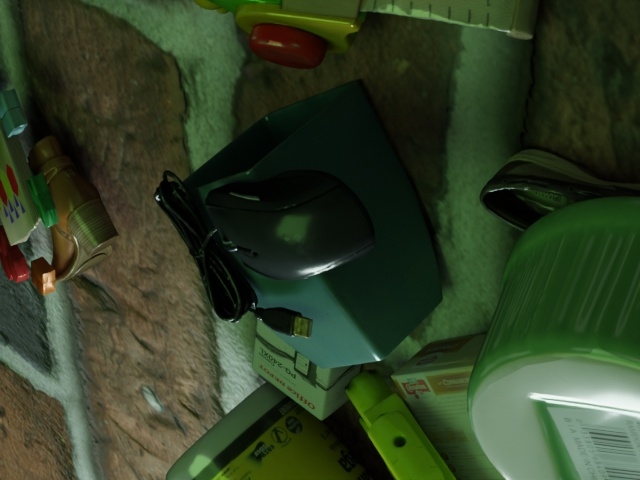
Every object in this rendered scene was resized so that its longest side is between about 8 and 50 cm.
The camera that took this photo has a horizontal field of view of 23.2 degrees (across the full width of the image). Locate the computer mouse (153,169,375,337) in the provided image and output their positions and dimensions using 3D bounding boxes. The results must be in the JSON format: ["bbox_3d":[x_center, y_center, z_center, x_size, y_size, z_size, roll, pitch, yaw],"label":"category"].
[{"bbox_3d":[-0.044,0.025,1.397,0.262,0.060,0.184,2,128,46],"label":"computer mouse"}]

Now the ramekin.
[{"bbox_3d":[0.266,0.123,1.256,0.303,0.148,0.303,20,144,16],"label":"ramekin"}]

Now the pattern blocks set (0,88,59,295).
[{"bbox_3d":[-0.383,-0.071,1.932,0.325,0.026,0.285,0,108,67],"label":"pattern blocks set"}]

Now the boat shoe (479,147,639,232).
[{"bbox_3d":[0.234,-0.011,1.309,0.223,0.073,0.080,25,137,34],"label":"boat shoe"}]

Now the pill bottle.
[{"bbox_3d":[-0.006,0.337,1.796,0.334,0.188,0.188,48,145,6],"label":"pill bottle"}]

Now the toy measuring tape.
[{"bbox_3d":[0.039,-0.201,1.362,0.330,0.121,0.121,10,130,22],"label":"toy measuring tape"}]

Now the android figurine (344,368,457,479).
[{"bbox_3d":[0.114,0.266,1.615,0.273,0.056,0.248,57,174,29],"label":"android figurine"}]

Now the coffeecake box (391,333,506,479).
[{"bbox_3d":[0.176,0.188,1.557,0.142,0.068,0.185,-15,109,56],"label":"coffeecake box"}]

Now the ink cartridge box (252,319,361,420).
[{"bbox_3d":[-0.012,0.109,1.708,0.109,0.063,0.150,35,142,23],"label":"ink cartridge box"}]

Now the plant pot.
[{"bbox_3d":[0.000,0.000,1.516,0.165,0.165,0.234,-15,112,53],"label":"plant pot"}]

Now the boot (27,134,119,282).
[{"bbox_3d":[-0.320,-0.038,1.938,0.152,0.073,0.197,58,147,5],"label":"boot"}]
